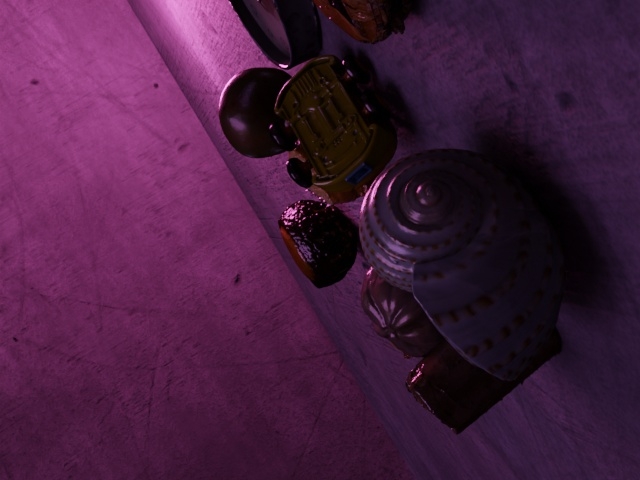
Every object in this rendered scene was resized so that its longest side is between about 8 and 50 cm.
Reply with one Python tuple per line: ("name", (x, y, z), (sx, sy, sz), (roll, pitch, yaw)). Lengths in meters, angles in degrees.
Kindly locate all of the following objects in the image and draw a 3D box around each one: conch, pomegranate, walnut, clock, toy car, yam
("conch", (0.210, 0.020, 1.061), (0.319, 0.215, 0.303), (20, -149, -51))
("pomegranate", (-0.086, -0.243, 1.550), (0.224, 0.181, 0.182), (13, 142, 35))
("walnut", (0.182, 0.088, 1.377), (0.224, 0.224, 0.224), (55, 169, 16))
("clock", (-0.112, -0.471, 1.495), (0.325, 0.067, 0.325), (54, 169, 15))
("toy car", (0.035, -0.188, 1.364), (0.142, 0.200, 0.248), (21, -142, -52))
("yam", (0.251, 0.196, 1.264), (0.129, 0.238, 0.128), (38, 160, 45))

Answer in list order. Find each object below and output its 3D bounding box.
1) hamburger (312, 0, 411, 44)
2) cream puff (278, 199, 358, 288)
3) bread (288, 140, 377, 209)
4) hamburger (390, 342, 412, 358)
("hamburger", (0.032, -0.365, 1.047), (0.231, 0.106, 0.231), (49, 171, 10))
("cream puff", (0.000, 0.000, 2.068), (0.239, 0.164, 0.239), (56, 170, 15))
("bread", (0.011, -0.169, 1.635), (0.260, 0.129, 0.134), (38, 153, 61))
("hamburger", (0.201, 0.170, 1.714), (0.147, 0.138, 0.083), (60, 173, 26))
